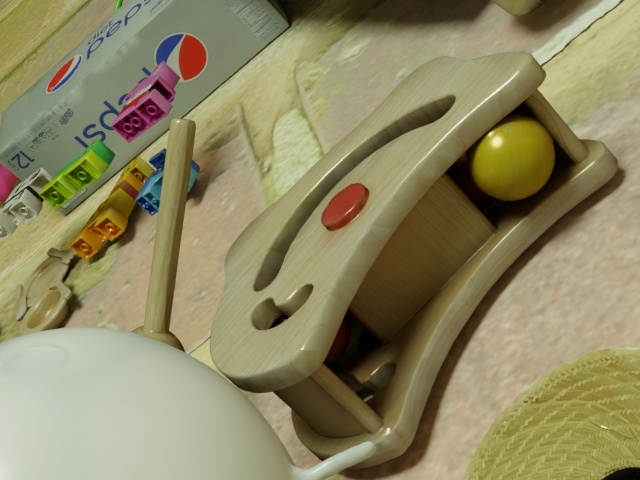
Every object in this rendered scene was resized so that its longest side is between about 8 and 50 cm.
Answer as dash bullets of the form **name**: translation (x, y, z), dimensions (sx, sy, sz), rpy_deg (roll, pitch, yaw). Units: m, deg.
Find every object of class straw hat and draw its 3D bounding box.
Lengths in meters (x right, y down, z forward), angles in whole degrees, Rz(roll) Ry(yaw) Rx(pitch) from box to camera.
- **straw hat**: translation (0.109, 0.112, 0.371), dimensions (0.144, 0.061, 0.144), rpy_deg (-30, 48, 39)

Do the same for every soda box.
- **soda box**: translation (-0.167, -0.157, 1.048), dimensions (0.286, 0.091, 0.098), rpy_deg (-38, 32, 14)

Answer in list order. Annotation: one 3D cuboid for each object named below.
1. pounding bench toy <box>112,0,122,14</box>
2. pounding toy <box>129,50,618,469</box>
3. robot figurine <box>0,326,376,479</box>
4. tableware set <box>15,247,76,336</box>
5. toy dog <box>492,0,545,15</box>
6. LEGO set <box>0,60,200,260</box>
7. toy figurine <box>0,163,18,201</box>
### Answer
- **pounding bench toy**: translation (-0.199, -0.221, 1.181), dimensions (0.065, 0.083, 0.052), rpy_deg (-52, 29, -14)
- **pounding toy**: translation (0.000, 0.000, 0.559), dimensions (0.269, 0.155, 0.154), rpy_deg (-43, 24, 5)
- **robot figurine**: translation (-0.143, 0.165, 0.490), dimensions (0.353, 0.199, 0.300), rpy_deg (-31, -2, 26)
- **tableware set**: translation (-0.260, 0.074, 0.949), dimensions (0.168, 0.020, 0.141), rpy_deg (-47, 28, -2)
- **toy dog**: translation (0.163, -0.308, 0.704), dimensions (0.161, 0.220, 0.333), rpy_deg (92, -158, -70)
- **LEGO set**: translation (-0.165, -0.059, 0.933), dimensions (0.227, 0.087, 0.093), rpy_deg (-30, 26, 35)
- **toy figurine**: translation (-0.404, -0.052, 1.243), dimensions (0.159, 0.130, 0.173), rpy_deg (-28, 6, 4)
